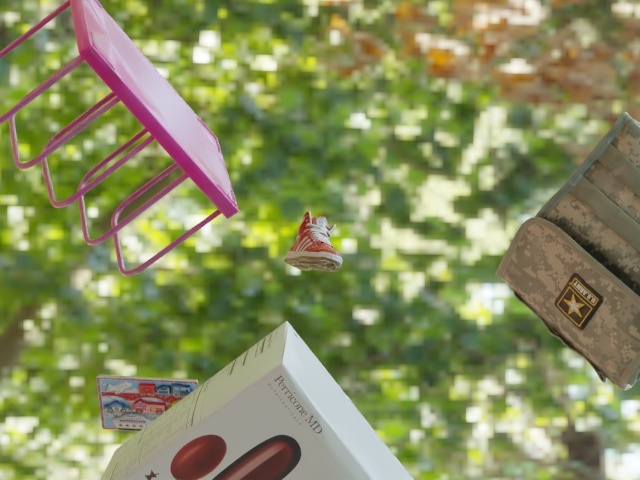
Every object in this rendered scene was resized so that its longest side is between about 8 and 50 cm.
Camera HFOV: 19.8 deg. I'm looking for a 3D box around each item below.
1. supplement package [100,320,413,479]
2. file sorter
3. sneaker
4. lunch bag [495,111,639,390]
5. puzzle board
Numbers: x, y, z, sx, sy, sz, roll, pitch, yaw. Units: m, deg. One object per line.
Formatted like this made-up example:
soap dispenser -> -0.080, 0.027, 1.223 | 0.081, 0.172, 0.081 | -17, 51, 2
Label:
supplement package -> -0.053, 0.218, 1.596 | 0.194, 0.203, 0.149 | 52, 8, -8
file sorter -> -0.270, -0.128, 2.267 | 0.290, 0.182, 0.202 | 49, 10, -30
sneaker -> 0.000, 0.000, 2.121 | 0.118, 0.042, 0.067 | 0, -116, 64
lunch bag -> 0.391, 0.020, 2.341 | 0.287, 0.235, 0.169 | -50, 161, 9
puzzle board -> -0.217, 0.210, 2.315 | 0.011, 0.128, 0.096 | -83, 175, -50
